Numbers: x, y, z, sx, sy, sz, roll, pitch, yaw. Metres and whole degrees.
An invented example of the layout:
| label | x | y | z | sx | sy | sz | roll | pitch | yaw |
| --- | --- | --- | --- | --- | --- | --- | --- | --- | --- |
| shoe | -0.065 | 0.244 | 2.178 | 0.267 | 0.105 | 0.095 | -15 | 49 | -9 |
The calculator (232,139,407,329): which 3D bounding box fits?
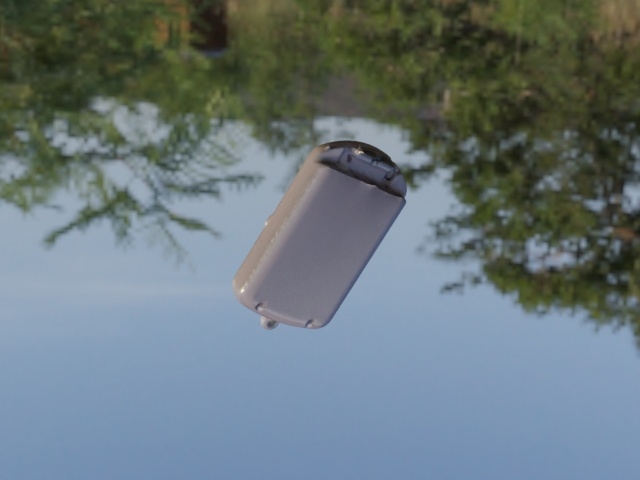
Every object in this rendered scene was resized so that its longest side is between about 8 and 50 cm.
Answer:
| label | x | y | z | sx | sy | sz | roll | pitch | yaw |
| --- | --- | --- | --- | --- | --- | --- | --- | --- | --- |
| calculator | 0.000 | 0.000 | 1.078 | 0.100 | 0.175 | 0.032 | 22 | -163 | -37 |
